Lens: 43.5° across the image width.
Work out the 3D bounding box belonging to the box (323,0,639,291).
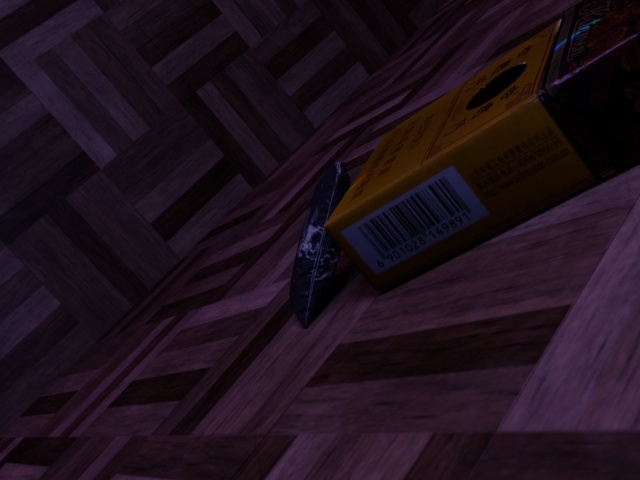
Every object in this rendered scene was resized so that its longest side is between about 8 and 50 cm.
[{"bbox_3d":[0.222,-0.128,0.908,0.415,0.115,0.264,-31,14,36],"label":"box"}]

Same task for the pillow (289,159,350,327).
[{"bbox_3d":[0.000,0.000,1.057,0.141,0.055,0.208,-87,12,-78],"label":"pillow"}]
